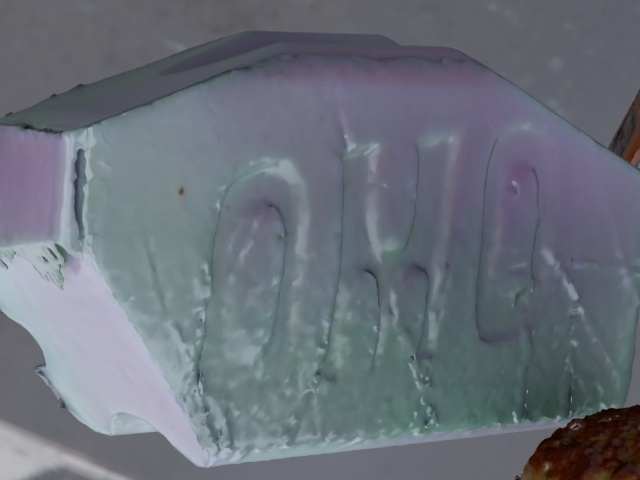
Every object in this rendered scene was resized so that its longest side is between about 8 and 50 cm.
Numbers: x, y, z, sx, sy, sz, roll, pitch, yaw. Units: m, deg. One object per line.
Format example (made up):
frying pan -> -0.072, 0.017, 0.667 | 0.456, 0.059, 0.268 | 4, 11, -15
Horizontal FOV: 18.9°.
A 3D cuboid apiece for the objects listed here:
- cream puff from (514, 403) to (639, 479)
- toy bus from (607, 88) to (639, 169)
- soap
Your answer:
cream puff -> 0.225, 0.201, 1.180 | 0.240, 0.164, 0.240 | 57, -179, -2
toy bus -> 0.296, -0.027, 1.800 | 0.092, 0.093, 0.408 | 18, 126, -7
soap -> 0.000, 0.000, 1.230 | 0.446, 0.261, 0.156 | -1, -169, -34
